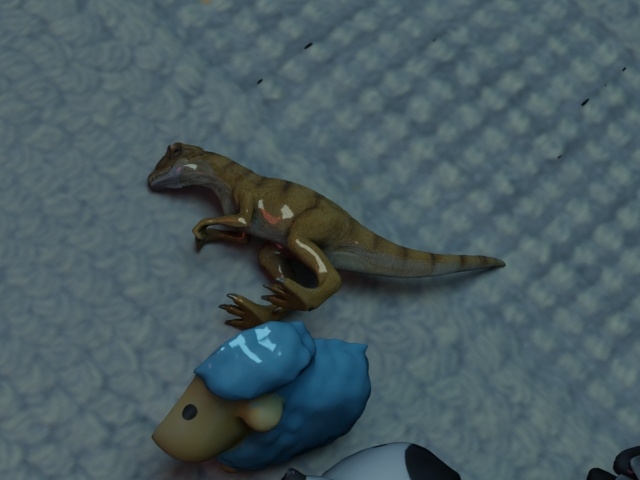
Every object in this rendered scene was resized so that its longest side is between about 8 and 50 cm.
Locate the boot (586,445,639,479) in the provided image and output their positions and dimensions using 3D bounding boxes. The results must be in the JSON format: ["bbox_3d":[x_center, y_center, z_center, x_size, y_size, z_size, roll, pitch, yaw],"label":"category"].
[{"bbox_3d":[0.194,0.212,0.894,0.223,0.338,0.118,34,99,7],"label":"boot"}]

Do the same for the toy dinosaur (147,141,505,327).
[{"bbox_3d":[0.000,0.000,1.081,0.211,0.064,0.112,23,56,0],"label":"toy dinosaur"}]

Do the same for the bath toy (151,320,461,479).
[{"bbox_3d":[0.053,0.203,0.933,0.151,0.129,0.348,-25,69,-26],"label":"bath toy"}]
